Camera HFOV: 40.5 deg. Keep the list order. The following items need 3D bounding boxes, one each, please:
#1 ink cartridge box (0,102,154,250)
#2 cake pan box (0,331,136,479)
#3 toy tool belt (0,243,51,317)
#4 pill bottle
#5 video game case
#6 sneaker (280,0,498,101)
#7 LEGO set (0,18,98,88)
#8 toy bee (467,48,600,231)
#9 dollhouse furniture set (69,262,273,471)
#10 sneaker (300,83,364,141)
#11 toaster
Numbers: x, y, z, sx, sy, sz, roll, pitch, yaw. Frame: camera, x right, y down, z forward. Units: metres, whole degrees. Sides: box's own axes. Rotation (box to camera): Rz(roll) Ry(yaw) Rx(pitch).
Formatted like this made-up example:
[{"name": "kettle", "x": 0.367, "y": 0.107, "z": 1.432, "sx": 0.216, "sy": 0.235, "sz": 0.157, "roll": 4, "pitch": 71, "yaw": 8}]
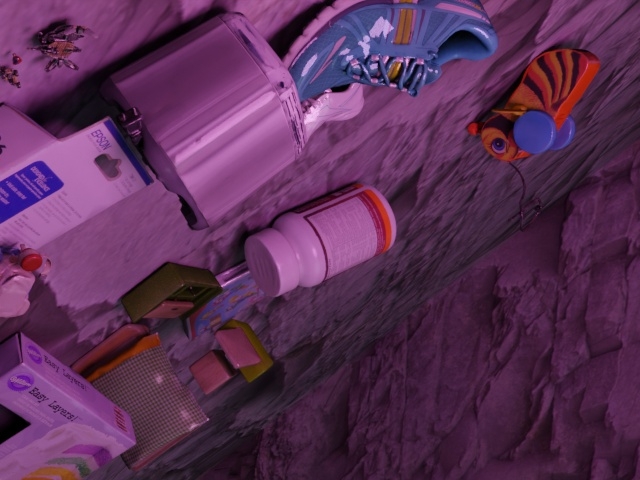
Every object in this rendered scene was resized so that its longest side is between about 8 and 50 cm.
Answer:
[{"name": "ink cartridge box", "x": -0.322, "y": -0.018, "z": 0.773, "sx": 0.333, "sy": 0.065, "sz": 0.165, "roll": -30, "pitch": 164, "yaw": -7}, {"name": "cake pan box", "x": -0.433, "y": 0.270, "z": 1.211, "sx": 0.246, "sy": 0.070, "sz": 0.267, "roll": -34, "pitch": 134, "yaw": 2}, {"name": "toy tool belt", "x": -0.287, "y": 0.028, "z": 0.801, "sx": 0.052, "sy": 0.051, "sz": 0.083, "roll": 10, "pitch": 125, "yaw": -46}, {"name": "pill bottle", "x": 0.000, "y": 0.000, "z": 1.350, "sx": 0.221, "sy": 0.121, "sz": 0.121, "roll": -24, "pitch": 162, "yaw": -29}, {"name": "video game case", "x": -0.112, "y": 0.070, "z": 1.517, "sx": 0.285, "sy": 0.025, "sz": 0.204, "roll": -28, "pitch": 164, "yaw": -16}, {"name": "sneaker", "x": 0.074, "y": -0.203, "z": 0.913, "sx": 0.275, "sy": 0.110, "sz": 0.107, "roll": -25, "pitch": 163, "yaw": -24}, {"name": "LEGO set", "x": -0.214, "y": -0.150, "z": 0.678, "sx": 0.083, "sy": 0.023, "sz": 0.054, "roll": -17, "pitch": 159, "yaw": -9}, {"name": "toy bee", "x": 0.324, "y": -0.190, "z": 1.430, "sx": 0.298, "sy": 0.162, "sz": 0.195, "roll": -61, "pitch": 151, "yaw": 6}, {"name": "dollhouse furniture set", "x": -0.255, "y": 0.202, "z": 1.305, "sx": 0.302, "sy": 0.197, "sz": 0.151, "roll": -37, "pitch": 167, "yaw": 12}, {"name": "sneaker", "x": -0.014, "y": -0.153, "z": 1.011, "sx": 0.152, "sy": 0.053, "sz": 0.061, "roll": -35, "pitch": 156, "yaw": -18}, {"name": "toaster", "x": -0.103, "y": -0.113, "z": 0.808, "sx": 0.146, "sy": 0.129, "sz": 0.227, "roll": -36, "pitch": 163, "yaw": -7}]
